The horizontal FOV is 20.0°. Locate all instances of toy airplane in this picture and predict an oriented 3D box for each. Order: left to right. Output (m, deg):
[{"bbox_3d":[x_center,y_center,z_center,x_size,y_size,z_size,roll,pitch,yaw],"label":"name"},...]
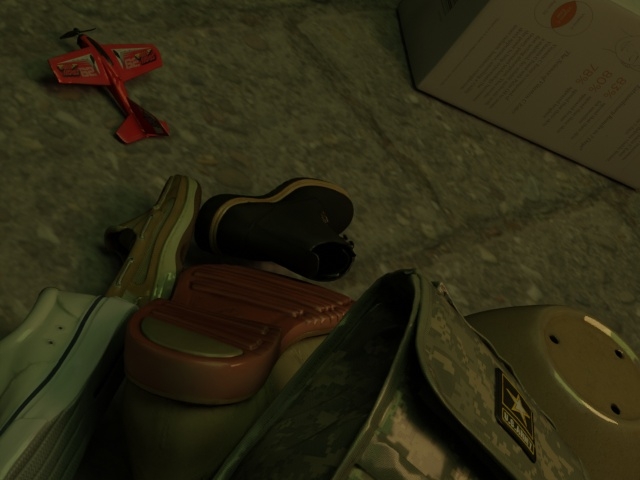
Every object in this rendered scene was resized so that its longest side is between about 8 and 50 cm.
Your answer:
[{"bbox_3d":[-0.192,-0.147,1.723,0.151,0.028,0.151,25,37,-21],"label":"toy airplane"}]

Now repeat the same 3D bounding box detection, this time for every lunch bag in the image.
[{"bbox_3d":[0.072,0.190,1.316,0.235,0.169,0.287,48,59,-24],"label":"lunch bag"}]

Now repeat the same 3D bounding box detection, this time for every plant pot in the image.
[{"bbox_3d":[0.185,0.166,1.580,0.284,0.191,0.284,27,35,-21],"label":"plant pot"}]

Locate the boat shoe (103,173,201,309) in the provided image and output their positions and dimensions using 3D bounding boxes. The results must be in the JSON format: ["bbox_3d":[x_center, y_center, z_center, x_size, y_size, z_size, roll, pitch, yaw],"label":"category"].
[{"bbox_3d":[-0.150,0.001,1.561,0.072,0.068,0.190,18,35,-7],"label":"boat shoe"}]

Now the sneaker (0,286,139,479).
[{"bbox_3d":[-0.220,0.130,1.327,0.091,0.094,0.258,12,37,14],"label":"sneaker"}]

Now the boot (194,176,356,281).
[{"bbox_3d":[0.000,0.000,1.641,0.137,0.076,0.198,19,22,35],"label":"boot"}]

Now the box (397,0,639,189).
[{"bbox_3d":[0.299,-0.240,2.157,0.345,0.215,0.168,22,36,-27],"label":"box"}]

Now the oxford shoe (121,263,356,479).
[{"bbox_3d":[-0.072,0.110,1.469,0.141,0.146,0.397,15,12,17],"label":"oxford shoe"}]
